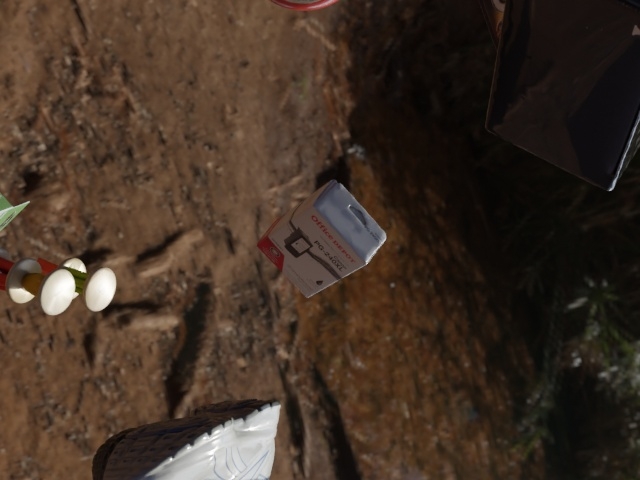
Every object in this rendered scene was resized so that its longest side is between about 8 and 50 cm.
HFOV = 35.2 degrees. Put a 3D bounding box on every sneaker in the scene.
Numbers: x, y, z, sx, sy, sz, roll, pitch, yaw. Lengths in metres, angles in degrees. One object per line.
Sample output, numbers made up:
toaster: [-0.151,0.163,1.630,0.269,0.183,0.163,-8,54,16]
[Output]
sneaker: [-0.112,0.231,0.981,0.297,0.111,0.129,3,80,-66]

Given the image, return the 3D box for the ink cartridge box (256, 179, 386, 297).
ink cartridge box: [0.000,0.000,1.375,0.109,0.150,0.063,47,51,-8]

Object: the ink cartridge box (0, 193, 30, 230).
ink cartridge box: [-0.599,-0.036,1.717,0.062,0.109,0.209,49,21,0]

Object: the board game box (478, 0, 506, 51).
board game box: [0.269,-0.330,1.240,0.042,0.165,0.243,-29,100,-48]

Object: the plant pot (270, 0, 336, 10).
plant pot: [-0.024,-0.425,1.388,0.191,0.191,0.174,59,24,-30]

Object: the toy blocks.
toy blocks: [-0.331,0.040,1.167,0.123,0.148,0.054,0,103,-61]

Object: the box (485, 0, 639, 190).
box: [0.179,-0.142,0.586,0.158,0.093,0.156,-52,160,-22]
